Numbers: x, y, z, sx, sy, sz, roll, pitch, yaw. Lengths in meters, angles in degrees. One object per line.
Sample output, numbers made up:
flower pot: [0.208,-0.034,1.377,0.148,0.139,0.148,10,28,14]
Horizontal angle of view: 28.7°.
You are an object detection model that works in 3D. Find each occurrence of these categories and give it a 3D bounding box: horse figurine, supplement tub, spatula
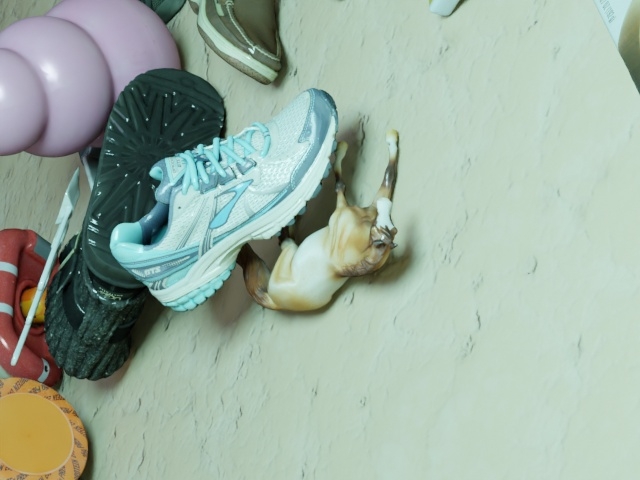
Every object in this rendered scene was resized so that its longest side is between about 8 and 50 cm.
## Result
horse figurine: [0.000,0.000,1.234,0.263,0.066,0.174,-35,41,40]
supplement tub: [-0.448,0.327,1.607,0.338,0.207,0.207,-43,42,37]
spatula: [-0.340,0.030,1.556,0.242,0.019,0.168,-85,19,-56]

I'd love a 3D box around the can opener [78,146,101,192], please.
can opener: [-0.310,-0.102,1.739,0.095,0.076,0.283,-56,34,22]

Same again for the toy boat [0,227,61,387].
toy boat: [-0.380,0.090,1.717,0.151,0.151,0.231,-13,60,21]

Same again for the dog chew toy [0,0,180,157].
dog chew toy: [-0.329,-0.198,1.580,0.207,0.332,0.206,13,115,30]

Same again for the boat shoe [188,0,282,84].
boat shoe: [-0.094,-0.278,1.489,0.095,0.095,0.257,-53,36,16]

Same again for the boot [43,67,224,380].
boot: [-0.238,-0.024,1.545,0.260,0.131,0.348,120,170,-51]

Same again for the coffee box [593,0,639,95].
coffee box: [0.285,-0.183,0.846,0.168,0.119,0.297,-47,40,35]

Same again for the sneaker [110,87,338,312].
sneaker: [-0.098,-0.050,1.241,0.283,0.122,0.110,-46,29,17]

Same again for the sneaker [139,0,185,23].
sneaker: [-0.296,-0.322,1.781,0.227,0.130,0.087,-39,42,43]

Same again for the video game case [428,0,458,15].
video game case: [0.148,-0.358,1.166,0.227,0.026,0.206,125,149,-56]
